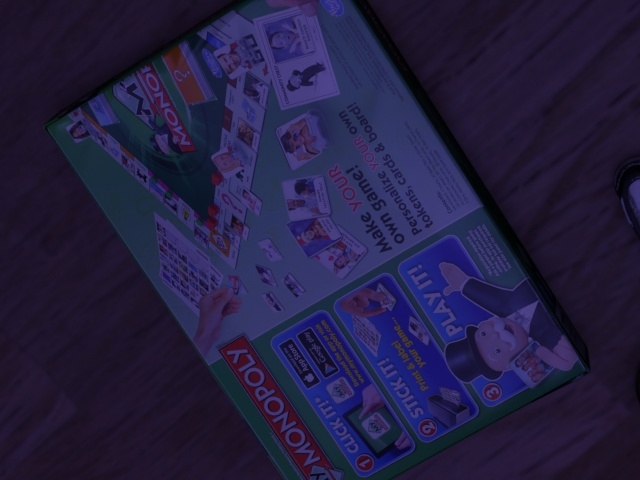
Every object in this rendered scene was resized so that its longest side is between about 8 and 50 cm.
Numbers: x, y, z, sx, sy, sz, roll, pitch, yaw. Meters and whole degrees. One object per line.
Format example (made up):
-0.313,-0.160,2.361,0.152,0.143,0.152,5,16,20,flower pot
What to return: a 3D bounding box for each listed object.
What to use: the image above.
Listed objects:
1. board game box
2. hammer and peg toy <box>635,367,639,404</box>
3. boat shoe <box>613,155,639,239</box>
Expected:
0.000,0.000,1.208,0.213,0.046,0.317,-30,102,15,board game box
0.376,0.187,1.181,0.266,0.127,0.361,-36,100,15,hammer and peg toy
0.227,0.003,1.188,0.046,0.038,0.125,-30,101,14,boat shoe
